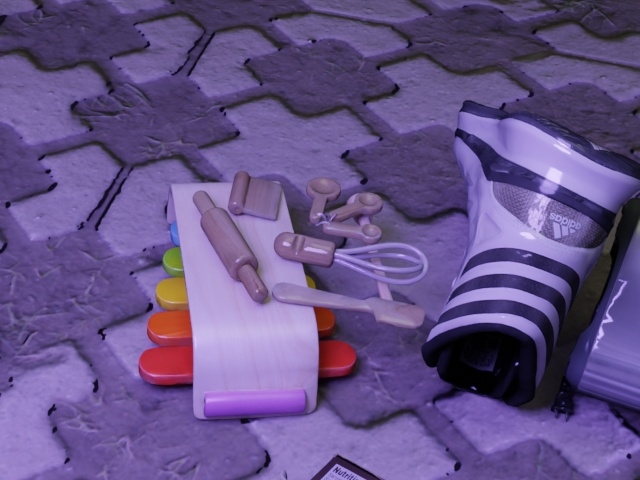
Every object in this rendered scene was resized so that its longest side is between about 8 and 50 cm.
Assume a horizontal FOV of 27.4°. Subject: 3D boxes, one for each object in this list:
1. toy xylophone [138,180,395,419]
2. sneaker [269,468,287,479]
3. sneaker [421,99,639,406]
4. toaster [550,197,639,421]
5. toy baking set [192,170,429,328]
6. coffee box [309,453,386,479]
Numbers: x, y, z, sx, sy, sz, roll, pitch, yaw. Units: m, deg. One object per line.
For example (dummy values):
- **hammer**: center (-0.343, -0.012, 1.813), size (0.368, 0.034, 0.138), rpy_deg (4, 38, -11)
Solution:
- **toy xylophone**: center (-0.053, 0.040, 1.295), size (0.236, 0.081, 0.322), rpy_deg (3, 38, -5)
- **sneaker**: center (0.029, 0.239, 1.061), size (0.185, 0.069, 0.084), rpy_deg (19, 45, 16)
- **sneaker**: center (0.166, 0.010, 1.294), size (0.169, 0.257, 0.447), rpy_deg (26, 5, -1)
- **toaster**: center (0.318, 0.081, 1.214), size (0.146, 0.129, 0.227), rpy_deg (20, 83, 13)
- **toy baking set**: center (-0.007, 0.000, 1.261), size (0.197, 0.030, 0.256), rpy_deg (-8, 40, -20)
- **coffee box**: center (-0.033, 0.303, 0.875), size (0.119, 0.168, 0.297), rpy_deg (26, 37, 23)
